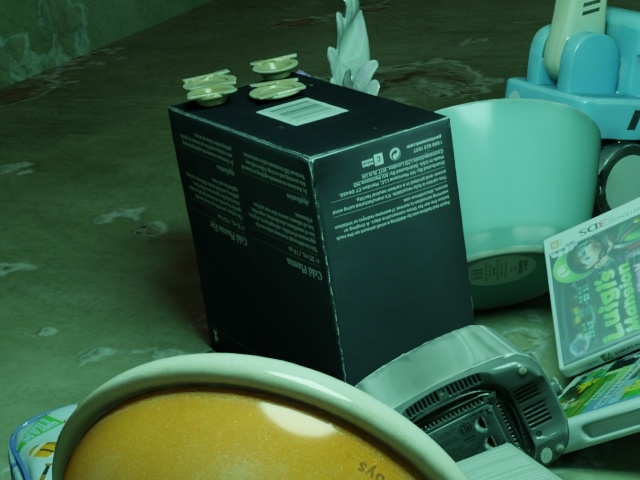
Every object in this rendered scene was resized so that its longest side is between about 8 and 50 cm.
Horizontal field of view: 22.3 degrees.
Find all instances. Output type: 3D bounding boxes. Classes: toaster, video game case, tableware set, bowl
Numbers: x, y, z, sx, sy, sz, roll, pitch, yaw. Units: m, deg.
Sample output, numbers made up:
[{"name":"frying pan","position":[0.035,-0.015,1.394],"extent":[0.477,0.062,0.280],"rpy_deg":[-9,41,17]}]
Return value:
[{"name":"toaster","position":[0.118,0.175,1.556],"extent":[0.227,0.129,0.146],"rpy_deg":[-28,17,0]},{"name":"video game case","position":[0.324,0.038,1.728],"extent":[0.173,0.022,0.190],"rpy_deg":[-26,41,25]},{"name":"tableware set","position":[-0.091,-0.184,1.890],"extent":[0.141,0.020,0.168],"rpy_deg":[-9,19,-2]},{"name":"video game case","position":[0.389,0.105,1.627],"extent":[0.300,0.036,0.329],"rpy_deg":[-24,6,40]},{"name":"bowl","position":[0.195,-0.023,1.931],"extent":[0.312,0.163,0.311],"rpy_deg":[-7,-23,-3]}]

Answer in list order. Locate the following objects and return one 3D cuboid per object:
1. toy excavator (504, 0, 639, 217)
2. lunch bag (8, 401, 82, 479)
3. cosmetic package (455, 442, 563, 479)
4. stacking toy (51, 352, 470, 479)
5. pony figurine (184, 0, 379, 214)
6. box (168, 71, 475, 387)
[{"name":"toy excavator","position":[0.350,-0.259,2.106],"extent":[0.433,0.445,0.222],"rpy_deg":[0,13,-30]},{"name":"lunch bag","position":[-0.149,0.233,1.551],"extent":[0.303,0.115,0.243],"rpy_deg":[-13,22,-16]},{"name":"cosmetic package","position":[0.179,0.269,1.291],"extent":[0.107,0.127,0.238],"rpy_deg":[-18,23,-23]},{"name":"stacking toy","position":[-0.096,0.337,1.048],"extent":[0.351,0.350,0.480],"rpy_deg":[0,37,23]},{"name":"pony figurine","position":[-0.001,-0.114,2.140],"extent":[0.364,0.351,0.302],"rpy_deg":[-10,36,6]},{"name":"box","position":[0.000,0.000,1.835],"extent":[0.179,0.312,0.343],"rpy_deg":[-18,22,-26]}]
